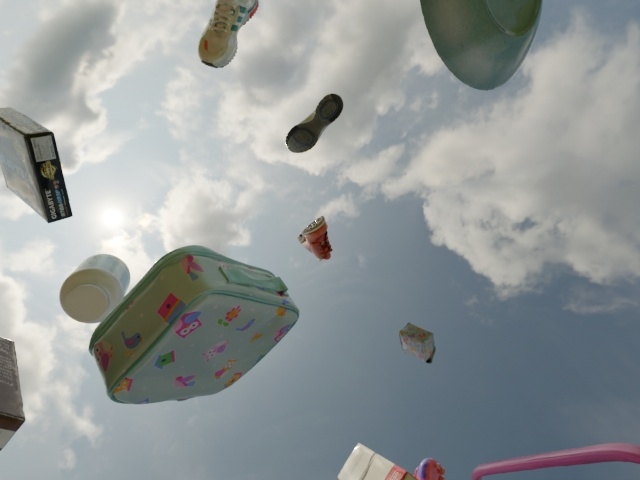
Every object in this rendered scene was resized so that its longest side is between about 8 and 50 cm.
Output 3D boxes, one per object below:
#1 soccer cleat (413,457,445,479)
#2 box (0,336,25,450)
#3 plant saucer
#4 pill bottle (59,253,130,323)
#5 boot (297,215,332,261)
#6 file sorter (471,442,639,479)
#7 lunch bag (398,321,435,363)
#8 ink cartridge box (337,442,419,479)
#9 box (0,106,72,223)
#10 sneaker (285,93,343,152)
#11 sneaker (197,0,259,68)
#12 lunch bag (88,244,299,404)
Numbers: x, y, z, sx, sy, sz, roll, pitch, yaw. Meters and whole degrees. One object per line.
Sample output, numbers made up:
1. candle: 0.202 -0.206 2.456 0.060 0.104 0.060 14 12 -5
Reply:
1. soccer cleat: 0.262 0.608 1.025 0.094 0.248 0.083 6 -132 32
2. box: -0.506 0.208 0.501 0.167 0.168 0.203 -52 -139 -10
3. plant saucer: 0.180 -0.259 0.420 0.037 0.195 0.195 11 -115 57
4. pill bottle: -0.595 0.129 1.091 0.146 0.146 0.264 -45 -160 -8
5. boot: 0.000 0.000 0.884 0.059 0.158 0.085 -38 -94 -13
6. file sorter: 0.073 0.252 0.152 0.290 0.202 0.182 -31 -113 -27
7. lunch bag: 0.226 0.242 0.954 0.053 0.084 0.071 -33 -147 -32
8. ink cartridge box: 0.149 0.500 0.795 0.158 0.218 0.092 41 -113 -6
9. box: -0.589 -0.157 0.827 0.220 0.175 0.051 28 -144 31
10. sneaker: -0.016 -0.451 1.601 0.297 0.129 0.111 -36 -77 26
11. sneaker: -0.136 -0.326 0.583 0.057 0.075 0.162 19 -110 5
12. lunch bag: -0.164 0.125 0.613 0.224 0.279 0.108 -49 -118 5
